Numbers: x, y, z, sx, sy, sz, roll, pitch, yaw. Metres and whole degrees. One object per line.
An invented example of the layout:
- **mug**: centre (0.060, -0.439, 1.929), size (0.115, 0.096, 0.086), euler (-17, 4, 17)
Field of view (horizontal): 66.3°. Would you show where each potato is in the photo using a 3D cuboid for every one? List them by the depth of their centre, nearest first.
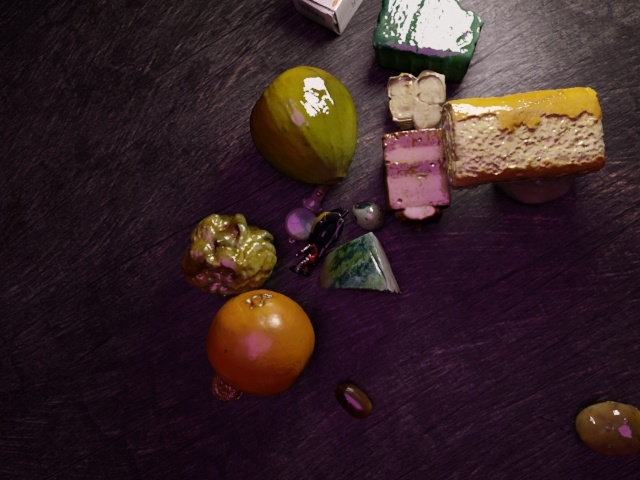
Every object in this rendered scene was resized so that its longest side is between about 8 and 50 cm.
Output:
- **potato**: centre (0.776, 0.497, 1.298), size (0.176, 0.137, 0.137), euler (-18, 81, 11)

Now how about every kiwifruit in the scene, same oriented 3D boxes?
- **kiwifruit**: centre (0.099, 0.475, 1.455), size (0.124, 0.075, 0.075), euler (38, 92, 17)

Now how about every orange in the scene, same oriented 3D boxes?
- **orange**: centre (-0.170, 0.293, 1.411), size (0.312, 0.312, 0.312), euler (-1, 83, 11)

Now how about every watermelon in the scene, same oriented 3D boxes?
- **watermelon**: centre (0.125, 0.097, 1.438), size (0.231, 0.310, 0.193), euler (-13, 79, -29)

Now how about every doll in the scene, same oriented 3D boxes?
- **doll**: centre (-0.003, -0.002, 1.502), size (0.088, 0.127, 0.249), euler (34, 99, 2)

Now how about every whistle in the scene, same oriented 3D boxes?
- **whistle**: centre (-0.041, -0.087, 1.555), size (0.107, 0.057, 0.220), euler (29, 85, -2)

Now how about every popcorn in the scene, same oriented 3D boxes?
- **popcorn**: centre (-0.268, 0.046, 1.491), size (0.282, 0.247, 0.282), euler (0, 77, 1)

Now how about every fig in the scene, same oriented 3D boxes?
- **fig**: centre (-0.039, -0.324, 1.456), size (0.343, 0.343, 0.343), euler (-1, 83, 11)

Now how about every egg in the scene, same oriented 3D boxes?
- **egg**: centre (0.146, -0.078, 1.502), size (0.110, 0.085, 0.085), euler (38, 91, 22)

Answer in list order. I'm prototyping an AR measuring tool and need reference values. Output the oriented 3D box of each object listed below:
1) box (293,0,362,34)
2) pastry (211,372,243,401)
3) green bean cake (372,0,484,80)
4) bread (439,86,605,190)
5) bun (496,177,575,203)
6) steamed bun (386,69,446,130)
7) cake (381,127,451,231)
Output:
- **box**: centre (0.066, -0.855, 1.575), size (0.173, 0.145, 0.333), euler (32, 89, 14)
- **pastry**: centre (-0.291, 0.456, 1.538), size (0.097, 0.057, 0.109), euler (-38, 77, 6)
- **green bean cake**: centre (0.337, -0.666, 1.493), size (0.308, 0.169, 0.300), euler (17, 89, 11)
- **bread**: centre (0.505, -0.264, 1.261), size (0.375, 0.165, 0.237), euler (-7, 88, 4)
- **bun**: centre (0.617, -0.222, 1.400), size (0.239, 0.141, 0.239), euler (-2, 81, 12)
- **steamed bun**: centre (0.300, -0.419, 1.499), size (0.177, 0.106, 0.192), euler (-4, 104, 23)
- **cake**: centre (0.283, -0.168, 1.437), size (0.196, 0.199, 0.293), euler (-4, 87, 5)
